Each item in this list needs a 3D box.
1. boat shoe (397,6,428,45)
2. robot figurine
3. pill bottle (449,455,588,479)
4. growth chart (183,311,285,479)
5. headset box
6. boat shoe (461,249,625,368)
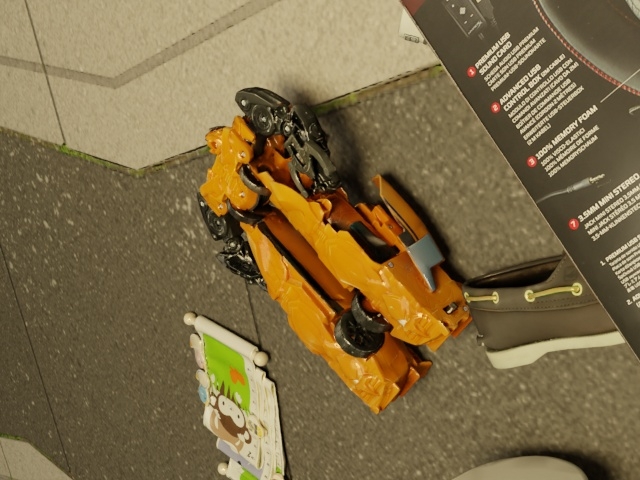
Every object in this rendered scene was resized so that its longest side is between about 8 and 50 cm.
[{"bbox_3d":[0.103,-0.231,0.537,0.070,0.078,0.219,12,120,5],"label":"boat shoe"},{"bbox_3d":[0.000,0.000,0.750,0.291,0.085,0.211,50,138,17],"label":"robot figurine"},{"bbox_3d":[0.184,0.339,0.644,0.176,0.176,0.318,-10,102,50],"label":"pill bottle"},{"bbox_3d":[-0.099,0.207,1.015,0.172,0.021,0.237,11,116,46],"label":"growth chart"},{"bbox_3d":[0.184,-0.113,0.406,0.218,0.110,0.293,-44,65,33],"label":"headset box"},{"bbox_3d":[0.180,0.029,0.566,0.228,0.081,0.068,-31,89,53],"label":"boat shoe"}]
